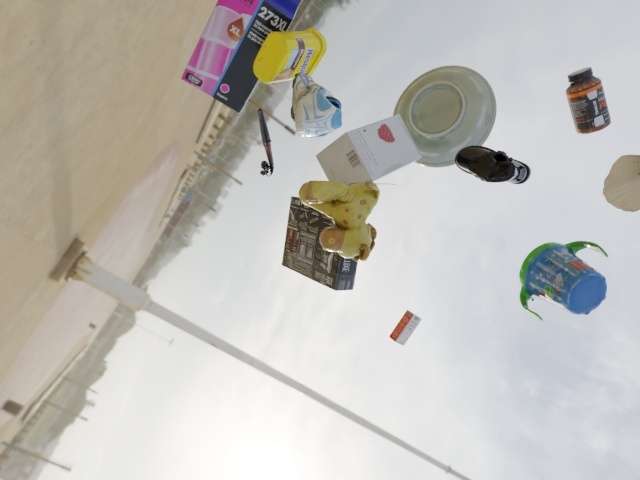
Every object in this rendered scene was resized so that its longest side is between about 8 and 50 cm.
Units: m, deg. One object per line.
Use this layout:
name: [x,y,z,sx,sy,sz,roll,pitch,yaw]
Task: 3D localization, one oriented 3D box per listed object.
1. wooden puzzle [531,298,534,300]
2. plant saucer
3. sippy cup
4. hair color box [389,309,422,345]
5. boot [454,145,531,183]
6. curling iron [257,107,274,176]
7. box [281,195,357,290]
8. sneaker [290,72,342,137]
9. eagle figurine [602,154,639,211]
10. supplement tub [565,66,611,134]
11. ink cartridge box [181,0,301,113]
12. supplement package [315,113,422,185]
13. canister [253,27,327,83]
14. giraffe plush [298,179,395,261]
wooden puzzle: [0.867,0.211,1.849,0.049,0.006,0.083,-23,-126,22]
plant saucer: [0.448,-0.482,1.694,0.401,0.400,0.100,-53,152,13]
sippy cup: [0.891,0.151,1.629,0.224,0.239,0.306,-121,-142,-66]
hair color box: [0.362,0.372,1.908,0.141,0.072,0.043,-56,-141,3]
boot: [0.481,-0.231,1.330,0.246,0.207,0.094,28,-71,35]
curling iron: [-0.184,-0.321,1.509,0.274,0.035,0.068,92,15,-49]
box: [0.000,0.000,1.418,0.307,0.076,0.243,18,-77,52]
sneaker: [-0.010,-0.246,0.816,0.237,0.086,0.085,-102,-166,-56]
eagle figurine: [0.575,-0.149,0.643,0.226,0.298,0.225,37,-95,35]
supplement tub: [0.868,-0.456,1.462,0.105,0.198,0.106,-24,-163,8]
ink cartridge box: [-0.194,-0.525,1.134,0.371,0.175,0.069,-52,-156,26]
supplement package: [0.167,-0.284,1.511,0.292,0.178,0.175,-30,-178,-40]
canister: [-0.073,-0.445,1.086,0.170,0.073,0.126,-35,170,-50]
giraffe plush: [0.057,-0.040,0.986,0.181,0.210,0.171,-8,100,-73]
